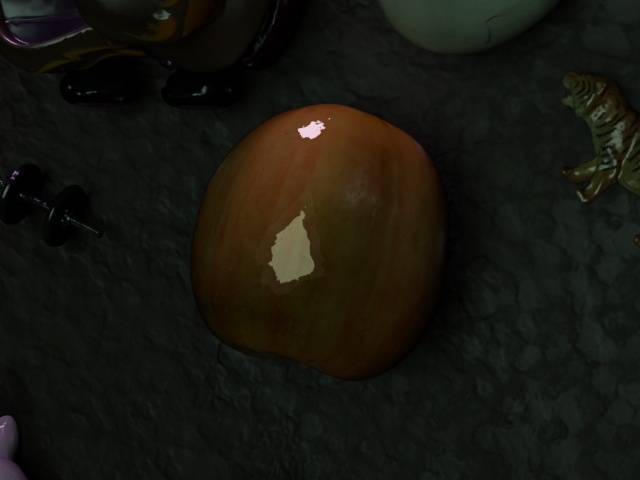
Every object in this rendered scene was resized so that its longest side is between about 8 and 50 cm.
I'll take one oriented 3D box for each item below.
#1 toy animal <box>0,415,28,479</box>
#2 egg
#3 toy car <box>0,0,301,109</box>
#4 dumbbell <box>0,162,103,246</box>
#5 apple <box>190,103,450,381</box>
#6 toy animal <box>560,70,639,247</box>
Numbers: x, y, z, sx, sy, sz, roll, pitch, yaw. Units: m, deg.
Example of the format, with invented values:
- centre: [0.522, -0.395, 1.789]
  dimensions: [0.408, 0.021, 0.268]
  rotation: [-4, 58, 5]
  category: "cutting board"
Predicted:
- centre: [-0.347, 0.295, 1.963]
  dimensions: [0.138, 0.140, 0.282]
  rotation: [-28, 86, 10]
  category: "toy animal"
- centre: [0.150, -0.254, 1.746]
  dimensions: [0.209, 0.151, 0.151]
  rotation: [-24, 84, 19]
  category: "egg"
- centre: [-0.193, -0.261, 1.825]
  dimensions: [0.341, 0.240, 0.271]
  rotation: [0, 92, 21]
  category: "toy car"
- centre: [-0.285, -0.036, 1.959]
  dimensions: [0.147, 0.069, 0.069]
  rotation: [25, 100, 18]
  category: "dumbbell"
- centre: [0.000, 0.000, 1.784]
  dimensions: [0.242, 0.242, 0.241]
  rotation: [14, 84, 19]
  category: "apple"
- centre: [0.294, -0.054, 1.750]
  dimensions: [0.241, 0.057, 0.099]
  rotation: [45, 105, 14]
  category: "toy animal"
